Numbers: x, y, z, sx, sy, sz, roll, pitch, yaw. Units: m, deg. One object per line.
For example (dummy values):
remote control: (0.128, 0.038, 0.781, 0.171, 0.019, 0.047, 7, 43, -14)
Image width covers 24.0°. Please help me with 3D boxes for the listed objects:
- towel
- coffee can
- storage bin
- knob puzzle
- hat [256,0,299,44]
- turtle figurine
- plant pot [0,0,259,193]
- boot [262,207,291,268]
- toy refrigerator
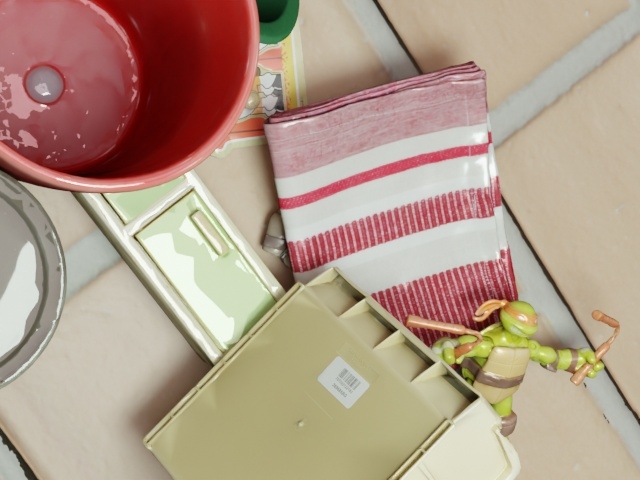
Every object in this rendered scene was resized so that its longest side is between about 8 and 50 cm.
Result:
towel: (0.082, -0.001, 1.543, 0.237, 0.037, 0.329, -17, 112, -15)
coffee can: (-0.343, 0.025, 1.323, 0.201, 0.275, 0.201, -1, 93, -17)
storage bin: (0.009, 0.196, 1.405, 0.260, 0.262, 0.123, -45, 134, -4)
knob puzzle: (-0.109, -0.178, 1.513, 0.213, 0.030, 0.213, -1, 94, -17)
hat: (-0.138, -0.226, 1.411, 0.173, 0.183, 0.208, 3, 71, -55)
turtle figurine: (0.169, 0.141, 1.561, 0.269, 0.087, 0.217, 3, 120, -32)
plant pot: (-0.215, -0.158, 1.277, 0.275, 0.243, 0.275, 3, 83, -21)
boot: (0.000, 0.000, 1.557, 0.118, 0.042, 0.087, 32, 90, -16)
toy refrigerator: (-0.147, -0.009, 1.478, 0.102, 0.094, 0.269, -38, 103, -11)
